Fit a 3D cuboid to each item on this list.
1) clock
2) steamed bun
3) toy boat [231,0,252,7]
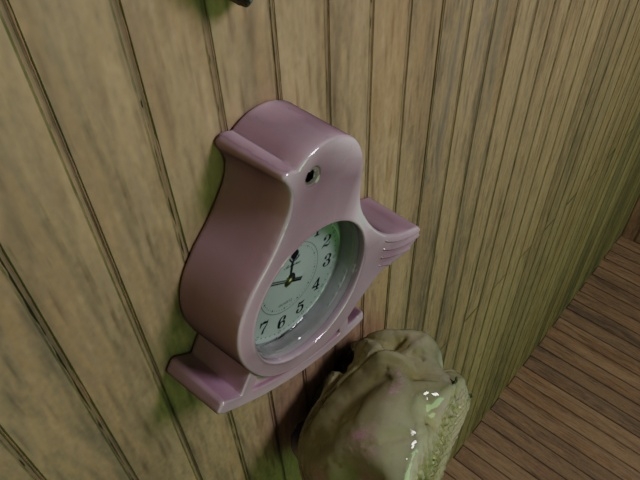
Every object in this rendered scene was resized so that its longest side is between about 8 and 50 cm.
[{"bbox_3d":[0.000,0.000,0.611,0.290,0.080,0.276,-23,136,-48],"label":"clock"},{"bbox_3d":[0.081,0.257,0.865,0.275,0.206,0.320,-68,153,-13],"label":"steamed bun"},{"bbox_3d":[-0.048,-0.221,0.381,0.096,0.034,0.122,21,90,-61],"label":"toy boat"}]
